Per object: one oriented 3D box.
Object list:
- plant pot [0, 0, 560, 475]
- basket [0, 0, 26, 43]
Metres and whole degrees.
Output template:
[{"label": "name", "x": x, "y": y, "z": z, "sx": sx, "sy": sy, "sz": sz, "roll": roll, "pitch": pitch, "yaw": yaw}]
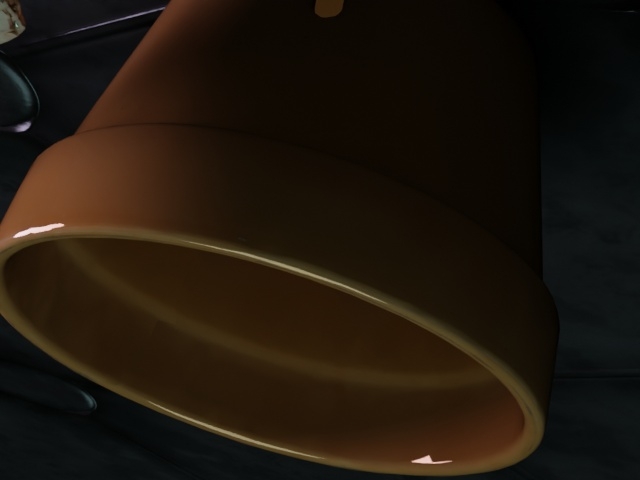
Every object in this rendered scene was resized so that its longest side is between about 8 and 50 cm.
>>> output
[{"label": "plant pot", "x": -0.006, "y": -0.024, "z": 0.838, "sx": 0.290, "sy": 0.203, "sz": 0.291, "roll": 14, "pitch": 157, "yaw": 6}, {"label": "basket", "x": -0.213, "y": -0.145, "z": 0.741, "sx": 0.113, "sy": 0.103, "sz": 0.167, "roll": -22, "pitch": 169, "yaw": -1}]
